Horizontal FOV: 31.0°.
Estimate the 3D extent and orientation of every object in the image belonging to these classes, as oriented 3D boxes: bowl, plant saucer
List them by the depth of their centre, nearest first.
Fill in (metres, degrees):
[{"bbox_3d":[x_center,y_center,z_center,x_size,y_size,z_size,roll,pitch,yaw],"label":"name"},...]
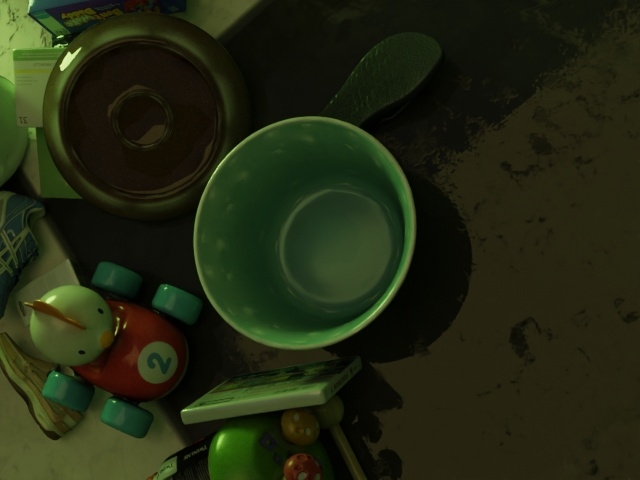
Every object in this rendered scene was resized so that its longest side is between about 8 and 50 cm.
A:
[{"bbox_3d":[0.000,0.000,1.576,0.312,0.163,0.311,-3,81,19],"label":"bowl"},{"bbox_3d":[-0.257,-0.177,1.690,0.311,0.050,0.310,0,100,1],"label":"plant saucer"}]

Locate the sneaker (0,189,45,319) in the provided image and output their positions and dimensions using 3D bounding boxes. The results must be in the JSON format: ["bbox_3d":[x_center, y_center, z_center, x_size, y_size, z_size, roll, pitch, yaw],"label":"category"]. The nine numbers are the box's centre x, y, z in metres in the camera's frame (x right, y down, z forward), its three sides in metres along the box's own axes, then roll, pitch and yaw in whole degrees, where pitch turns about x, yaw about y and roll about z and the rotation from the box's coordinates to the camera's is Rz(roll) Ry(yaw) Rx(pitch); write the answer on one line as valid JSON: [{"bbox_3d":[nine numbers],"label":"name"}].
[{"bbox_3d":[-0.481,0.023,1.787,0.081,0.080,0.211,6,74,-1],"label":"sneaker"}]

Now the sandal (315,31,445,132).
[{"bbox_3d":[0.073,-0.201,1.648,0.254,0.054,0.097,-40,63,20],"label":"sandal"}]

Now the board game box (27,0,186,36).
[{"bbox_3d":[-0.321,-0.505,1.794,0.233,0.078,0.347,-6,70,20],"label":"board game box"}]

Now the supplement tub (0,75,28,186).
[{"bbox_3d":[-0.643,-0.189,1.830,0.316,0.193,0.193,11,85,21],"label":"supplement tub"}]

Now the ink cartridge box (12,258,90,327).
[{"bbox_3d":[-0.417,0.083,1.790,0.115,0.029,0.062,-31,72,14],"label":"ink cartridge box"}]

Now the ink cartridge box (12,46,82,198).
[{"bbox_3d":[-0.380,-0.177,1.768,0.171,0.056,0.235,3,99,21],"label":"ink cartridge box"}]

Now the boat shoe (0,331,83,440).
[{"bbox_3d":[-0.428,0.209,1.761,0.072,0.068,0.190,-37,82,-2],"label":"boat shoe"}]

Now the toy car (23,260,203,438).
[{"bbox_3d":[-0.314,0.134,1.616,0.210,0.238,0.219,19,80,22],"label":"toy car"}]

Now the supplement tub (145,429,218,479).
[{"bbox_3d":[-0.142,0.328,1.601,0.190,0.117,0.117,-29,73,13],"label":"supplement tub"}]

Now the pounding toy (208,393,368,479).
[{"bbox_3d":[-0.019,0.276,1.494,0.110,0.237,0.183,-46,64,41],"label":"pounding toy"}]

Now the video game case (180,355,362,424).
[{"bbox_3d":[-0.062,0.201,1.558,0.201,0.183,0.023,-12,95,19],"label":"video game case"}]

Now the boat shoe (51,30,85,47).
[{"bbox_3d":[-0.348,-0.298,1.806,0.183,0.065,0.083,-4,79,20],"label":"boat shoe"}]
